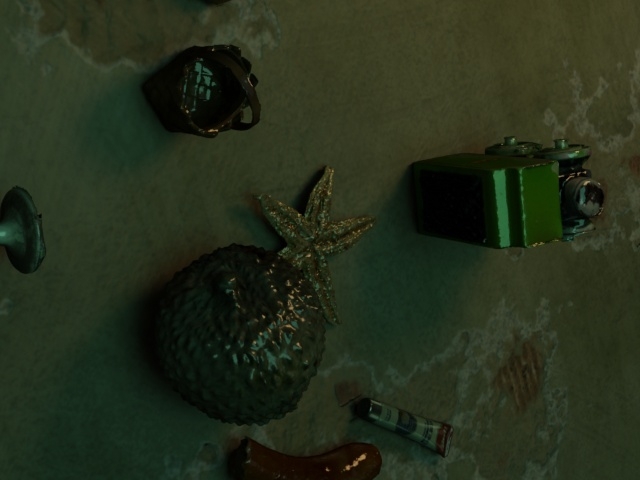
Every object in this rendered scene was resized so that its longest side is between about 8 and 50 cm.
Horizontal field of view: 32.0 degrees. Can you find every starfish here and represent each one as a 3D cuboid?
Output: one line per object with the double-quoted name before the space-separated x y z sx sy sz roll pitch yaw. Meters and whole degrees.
"starfish" 0.004 0.000 1.817 0.231 0.048 0.295 -45 120 -27

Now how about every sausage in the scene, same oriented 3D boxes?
"sausage" -0.022 0.374 1.811 0.302 0.076 0.103 12 88 -39

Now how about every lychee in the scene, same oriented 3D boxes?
"lychee" -0.115 0.140 1.626 0.255 0.255 0.274 -50 153 -24

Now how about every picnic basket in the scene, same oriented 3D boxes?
"picnic basket" -0.147 -0.215 1.590 0.138 0.178 0.128 -45 120 -26

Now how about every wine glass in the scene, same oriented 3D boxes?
"wine glass" -0.477 0.005 1.385 0.241 0.126 0.126 -10 100 -39

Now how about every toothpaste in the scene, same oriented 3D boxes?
"toothpaste" 0.155 0.328 1.976 0.239 0.039 0.062 28 70 -39

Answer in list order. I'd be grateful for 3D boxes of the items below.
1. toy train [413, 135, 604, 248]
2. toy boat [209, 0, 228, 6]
"toy train" 0.321 -0.081 1.906 0.248 0.307 0.174 -11 102 -29
"toy boat" -0.106 -0.416 1.684 0.206 0.064 0.072 -32 95 -34
